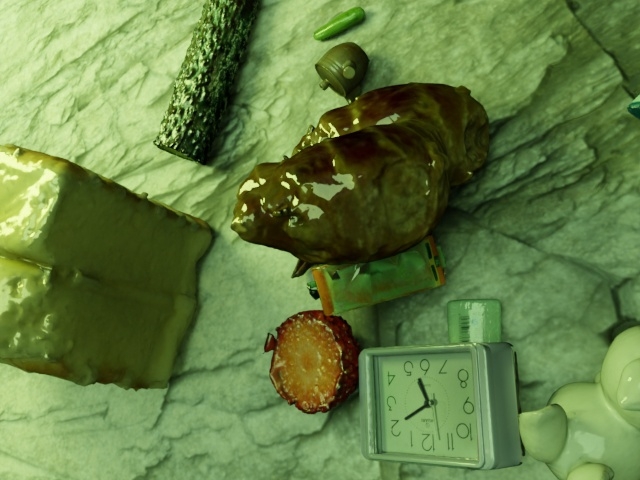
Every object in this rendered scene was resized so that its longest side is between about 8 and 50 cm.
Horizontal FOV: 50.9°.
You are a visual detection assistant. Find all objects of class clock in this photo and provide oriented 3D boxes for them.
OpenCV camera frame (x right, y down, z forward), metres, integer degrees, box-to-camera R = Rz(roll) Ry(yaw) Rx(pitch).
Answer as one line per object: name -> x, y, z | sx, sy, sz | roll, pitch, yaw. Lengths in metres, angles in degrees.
clock -> 0.140, 0.200, 0.816 | 0.193, 0.073, 0.144 | -13, 73, 43

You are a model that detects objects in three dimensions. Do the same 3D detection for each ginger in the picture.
ginger -> 0.040, -0.090, 0.848 | 0.274, 0.152, 0.357 | 14, 42, 31

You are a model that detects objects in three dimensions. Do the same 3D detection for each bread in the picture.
bread -> -0.410, 0.026, 0.978 | 0.390, 0.371, 0.279 | 15, 82, 23

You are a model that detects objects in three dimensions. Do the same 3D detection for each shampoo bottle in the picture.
shampoo bottle -> 0.196, 0.170, 0.847 | 0.069, 0.041, 0.190 | -4, 78, 22

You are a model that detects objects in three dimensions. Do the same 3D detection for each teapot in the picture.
teapot -> 0.042, -0.242, 0.976 | 0.080, 0.110, 0.085 | -45, 108, -4

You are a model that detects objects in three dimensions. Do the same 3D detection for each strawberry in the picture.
strawberry -> -0.003, 0.164, 0.913 | 0.145, 0.086, 0.145 | -7, 76, 30

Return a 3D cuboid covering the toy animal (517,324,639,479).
toy animal -> 0.315, 0.187, 0.712 | 0.193, 0.178, 0.127 | -43, 63, 10

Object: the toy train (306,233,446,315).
toy train -> 0.073, 0.047, 0.880 | 0.188, 0.099, 0.072 | -16, 94, 7

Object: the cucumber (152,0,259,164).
cucumber -> -0.170, -0.303, 1.091 | 0.096, 0.096, 0.359 | 17, 84, 27

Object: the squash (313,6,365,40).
squash -> 0.028, -0.332, 1.038 | 0.089, 0.027, 0.027 | -26, 70, 20

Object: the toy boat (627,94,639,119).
toy boat -> 0.500, -0.129, 0.741 | 0.299, 0.096, 0.061 | 22, 79, 29

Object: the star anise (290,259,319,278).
star anise -> -0.001, 0.001, 0.971 | 0.141, 0.042, 0.141 | -2, 84, 19
